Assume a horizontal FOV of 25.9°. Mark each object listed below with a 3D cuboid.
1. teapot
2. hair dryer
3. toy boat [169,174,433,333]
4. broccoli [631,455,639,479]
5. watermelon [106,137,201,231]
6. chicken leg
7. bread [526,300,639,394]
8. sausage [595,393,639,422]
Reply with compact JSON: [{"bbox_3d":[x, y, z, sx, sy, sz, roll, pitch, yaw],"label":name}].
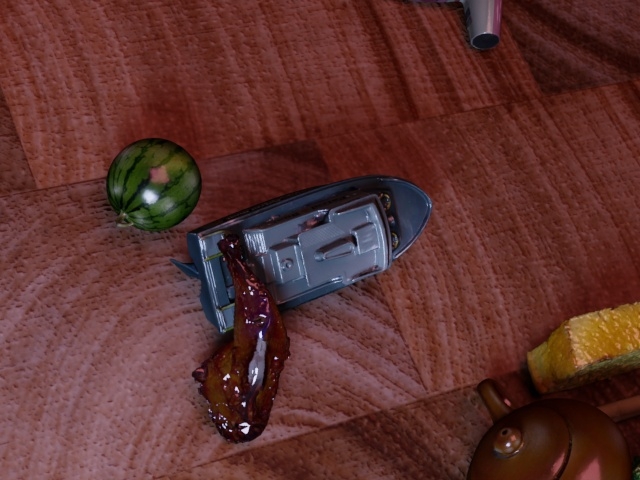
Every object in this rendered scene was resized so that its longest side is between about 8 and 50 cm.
[{"bbox_3d":[0.211,0.216,1.400,0.135,0.178,0.252,50,8,-34],"label":"teapot"},{"bbox_3d":[0.155,-0.304,1.765,0.154,0.054,0.106,8,63,-5],"label":"hair dryer"},{"bbox_3d":[0.000,0.001,1.469,0.296,0.122,0.114,-20,107,-28],"label":"toy boat"},{"bbox_3d":[0.409,0.314,1.388,0.294,0.245,0.265,-40,100,-10],"label":"broccoli"},{"bbox_3d":[-0.178,-0.055,1.453,0.109,0.109,0.109,10,58,-16],"label":"watermelon"},{"bbox_3d":[-0.074,0.100,1.377,0.093,0.053,0.205,12,91,3],"label":"chicken leg"},{"bbox_3d":[0.319,0.118,1.543,0.187,0.103,0.065,-11,64,-21],"label":"bread"},{"bbox_3d":[0.330,0.191,1.550,0.132,0.024,0.024,-11,66,-28],"label":"sausage"}]
